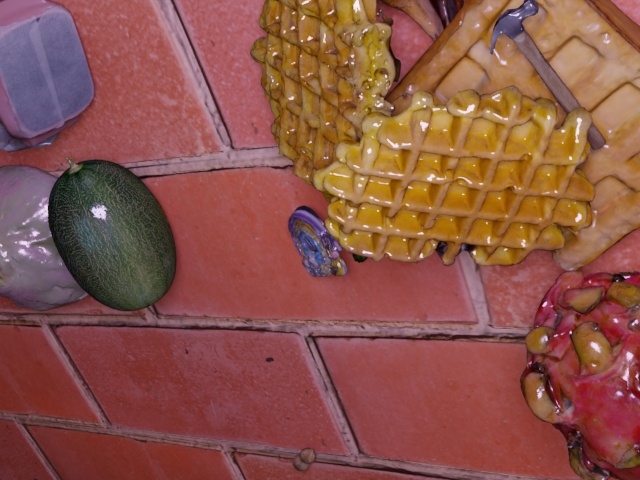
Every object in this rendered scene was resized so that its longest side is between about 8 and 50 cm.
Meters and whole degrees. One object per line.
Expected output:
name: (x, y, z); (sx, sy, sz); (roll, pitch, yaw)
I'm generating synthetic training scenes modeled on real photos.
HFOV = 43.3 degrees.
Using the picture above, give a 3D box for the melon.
melon: (-0.338, -0.014, 1.304); (0.182, 0.182, 0.288); (2, 128, 29)

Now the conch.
conch: (0.111, -0.289, 0.903); (0.232, 0.080, 0.086); (27, 153, -26)

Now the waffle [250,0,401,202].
waffle: (0.003, -0.201, 0.939); (0.307, 0.060, 0.312); (65, 153, 19)

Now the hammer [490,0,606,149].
hammer: (0.237, -0.161, 0.826); (0.062, 0.017, 0.182); (-27, 115, 35)

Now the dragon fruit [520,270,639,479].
dragon fruit: (0.373, 0.168, 0.981); (0.291, 0.269, 0.250); (35, 134, -16)

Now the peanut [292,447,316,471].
peanut: (-0.031, 0.428, 1.580); (0.037, 0.037, 0.083); (31, 138, 5)

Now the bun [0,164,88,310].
bun: (-0.530, 0.017, 1.438); (0.293, 0.187, 0.293); (15, 133, 17)

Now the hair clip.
hair clip: (-0.001, 0.000, 1.193); (0.172, 0.049, 0.116); (-15, 99, 65)

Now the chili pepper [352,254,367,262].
chili pepper: (0.060, -0.013, 1.177); (0.055, 0.035, 0.118); (26, 146, 42)

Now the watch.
watch: (-0.484, -0.258, 1.235); (0.241, 0.161, 0.253); (18, 131, 34)

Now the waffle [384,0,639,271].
waffle: (0.262, -0.130, 0.905); (0.348, 0.077, 0.304); (34, 134, -11)

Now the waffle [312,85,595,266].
waffle: (0.153, -0.049, 0.871); (0.309, 0.065, 0.283); (-24, 133, 26)
